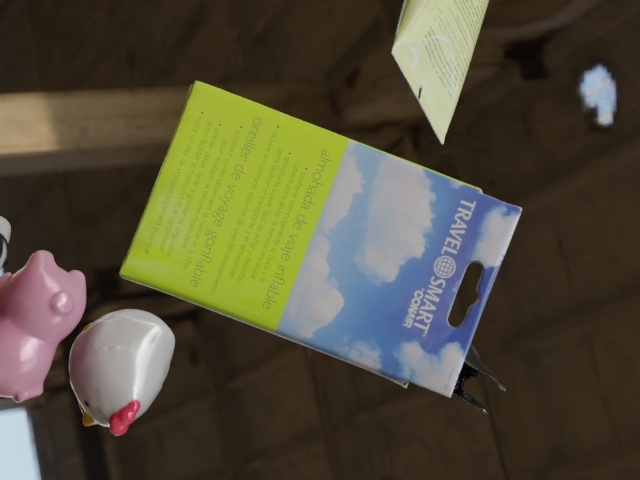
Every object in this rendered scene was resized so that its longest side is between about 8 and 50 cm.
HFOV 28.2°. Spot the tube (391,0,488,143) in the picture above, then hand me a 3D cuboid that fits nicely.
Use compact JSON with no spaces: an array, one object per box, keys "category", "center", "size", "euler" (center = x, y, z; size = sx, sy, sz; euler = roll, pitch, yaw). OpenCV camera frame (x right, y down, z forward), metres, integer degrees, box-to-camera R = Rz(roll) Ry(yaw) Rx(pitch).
[{"category":"tube","center":[0.091,-0.189,0.864],"size":[0.062,0.070,0.240],"euler":[-44,-154,57]}]

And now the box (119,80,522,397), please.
[{"category":"box","center":[0.000,0.000,0.654],"size":[0.042,0.178,0.109],"euler":[77,34,-89]}]

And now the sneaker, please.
[{"category":"sneaker","center":[0.080,0.078,1.052],"size":[0.170,0.089,0.051],"euler":[38,-82,12]}]

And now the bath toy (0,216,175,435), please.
[{"category":"bath toy","center":[-0.288,0.080,1.164],"size":[0.151,0.348,0.129],"euler":[-39,-145,28]}]
